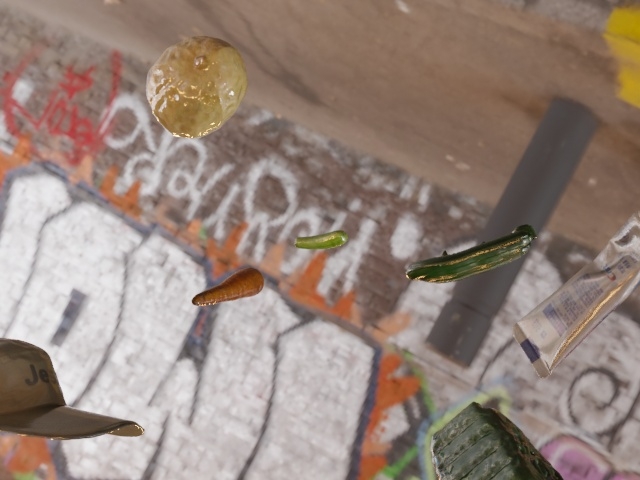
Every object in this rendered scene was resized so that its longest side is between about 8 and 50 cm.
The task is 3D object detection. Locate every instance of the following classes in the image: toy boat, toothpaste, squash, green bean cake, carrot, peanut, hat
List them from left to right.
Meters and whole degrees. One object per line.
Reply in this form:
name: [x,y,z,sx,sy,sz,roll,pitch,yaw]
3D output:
hat: [-0.360,0.194,1.392,0.244,0.149,0.214,-6,170,14]
peanut: [-0.172,-0.214,1.447,0.109,0.159,0.140,-11,-112,-56]
carrot: [-0.181,0.095,2.084,0.061,0.061,0.256,27,-164,18]
squash: [0.001,0.001,1.646,0.089,0.027,0.027,-10,158,21]
toy boat: [0.234,0.028,1.618,0.210,0.052,0.104,-18,170,7]
green bean cake: [0.347,0.457,1.799,0.300,0.169,0.308,46,-171,-20]
toothpaste: [0.339,0.047,1.252,0.061,0.266,0.096,30,-159,-32]
